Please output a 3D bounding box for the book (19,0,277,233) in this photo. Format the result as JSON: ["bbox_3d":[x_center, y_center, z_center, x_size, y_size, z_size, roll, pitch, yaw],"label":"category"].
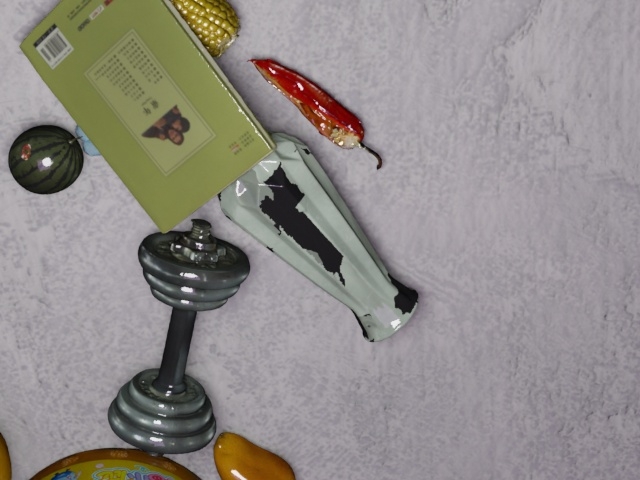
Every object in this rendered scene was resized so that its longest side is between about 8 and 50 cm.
[{"bbox_3d":[-0.252,-0.208,1.506,0.239,0.035,0.352,-35,96,26],"label":"book"}]

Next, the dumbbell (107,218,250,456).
[{"bbox_3d":[-0.224,0.159,1.650,0.179,0.179,0.406,11,108,-8],"label":"dumbbell"}]

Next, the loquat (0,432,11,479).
[{"bbox_3d":[-0.623,0.375,1.655,0.263,0.263,0.263,-1,109,-4],"label":"loquat"}]

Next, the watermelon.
[{"bbox_3d":[-0.401,-0.126,1.573,0.133,0.105,0.105,-26,110,23],"label":"watermelon"}]

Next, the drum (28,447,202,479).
[{"bbox_3d":[-0.355,0.579,1.766,0.431,0.214,0.431,-2,110,-4],"label":"drum"}]

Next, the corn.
[{"bbox_3d":[-0.233,-0.360,1.518,0.260,0.091,0.091,33,70,-13],"label":"corn"}]

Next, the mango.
[{"bbox_3d":[-0.119,0.398,1.785,0.159,0.105,0.084,30,131,-1],"label":"mango"}]

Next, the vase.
[{"bbox_3d":[0.000,0.000,1.630,0.165,0.165,0.360,-39,110,9],"label":"vase"}]

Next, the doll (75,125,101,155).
[{"bbox_3d":[-0.282,-0.181,1.591,0.180,0.075,0.120,-20,97,29],"label":"doll"}]

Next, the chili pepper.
[{"bbox_3d":[0.001,-0.202,1.614,0.268,0.059,0.050,39,64,-12],"label":"chili pepper"}]
